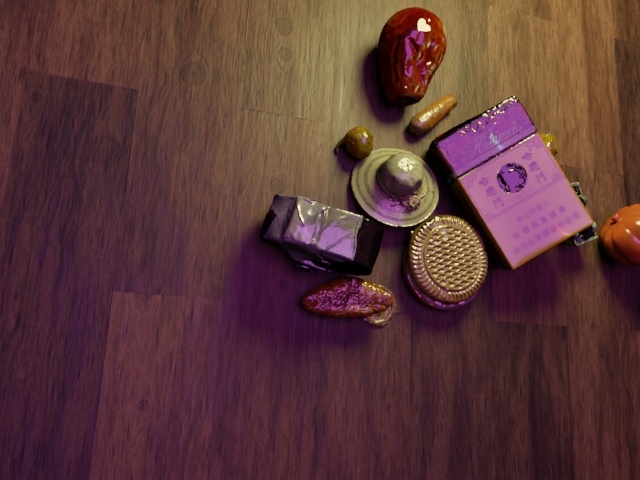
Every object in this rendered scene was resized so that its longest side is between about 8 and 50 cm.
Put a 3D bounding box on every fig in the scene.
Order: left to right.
[{"bbox_3d":[0.093,-0.265,1.464,0.098,0.082,0.084,9,112,0],"label":"fig"}]

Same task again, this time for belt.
[{"bbox_3d":[0.000,0.000,1.323,0.290,0.184,0.163,20,79,-7],"label":"belt"}]

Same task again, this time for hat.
[{"bbox_3d":[0.214,-0.169,1.435,0.252,0.110,0.251,4,67,-10],"label":"hat"}]

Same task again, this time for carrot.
[{"bbox_3d":[0.325,-0.363,1.562,0.186,0.060,0.060,-39,93,-21],"label":"carrot"}]

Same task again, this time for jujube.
[{"bbox_3d":[0.248,-0.506,1.508,0.190,0.190,0.255,9,84,-16],"label":"jujube"}]

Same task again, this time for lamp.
[{"bbox_3d":[0.926,-0.021,1.621,0.164,0.188,0.187,39,71,-7],"label":"lamp"}]

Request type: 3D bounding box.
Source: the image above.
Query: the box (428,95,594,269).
[{"bbox_3d":[0.514,-0.156,1.507,0.265,0.116,0.415,-29,88,1],"label":"box"}]

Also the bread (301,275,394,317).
[{"bbox_3d":[0.064,0.142,1.366,0.233,0.076,0.104,0,88,-13],"label":"bread"}]

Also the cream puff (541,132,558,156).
[{"bbox_3d":[0.687,-0.285,1.661,0.083,0.058,0.083,40,72,-5],"label":"cream puff"}]

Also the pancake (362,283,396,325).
[{"bbox_3d":[0.147,0.169,1.425,0.115,0.011,0.114,3,80,-16],"label":"pancake"}]

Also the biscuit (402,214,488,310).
[{"bbox_3d":[0.337,0.060,1.470,0.260,0.079,0.258,3,78,-17],"label":"biscuit"}]

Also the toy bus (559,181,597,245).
[{"bbox_3d":[0.732,-0.075,1.611,0.088,0.101,0.174,-19,90,-14],"label":"toy bus"}]
